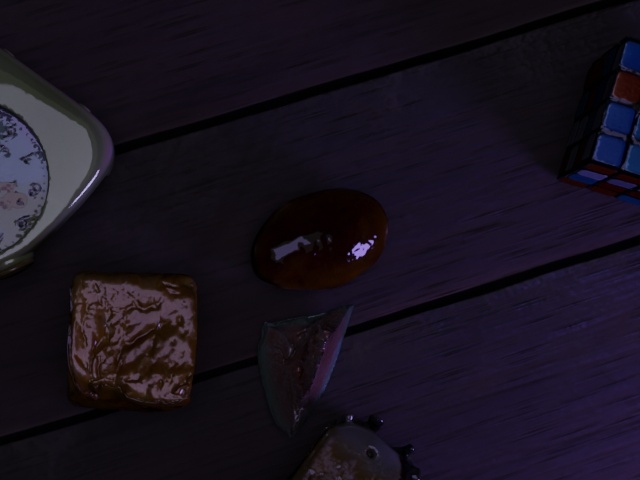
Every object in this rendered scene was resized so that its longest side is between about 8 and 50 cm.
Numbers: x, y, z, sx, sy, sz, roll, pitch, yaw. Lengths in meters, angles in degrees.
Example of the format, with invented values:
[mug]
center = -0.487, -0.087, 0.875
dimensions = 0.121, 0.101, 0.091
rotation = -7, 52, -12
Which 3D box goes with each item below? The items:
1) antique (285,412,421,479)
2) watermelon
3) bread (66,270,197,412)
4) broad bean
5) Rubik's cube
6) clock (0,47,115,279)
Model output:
[antique]
center = -0.004, 0.326, 1.665
dimensions = 0.125, 0.150, 0.284
rotation = 37, 74, 1
[watermelon]
center = -0.028, 0.146, 1.712
dimensions = 0.101, 0.080, 0.155
rotation = 11, 99, 6
[bread]
center = -0.213, 0.114, 1.659
dimensions = 0.143, 0.149, 0.158
rotation = 6, 84, -7
[broad bean]
center = 0.000, 0.000, 1.721
dimensions = 0.165, 0.084, 0.114
rotation = -9, 101, -12
[Rubik's cube]
center = 0.382, -0.130, 1.724
dimensions = 0.151, 0.155, 0.154
rotation = 17, 84, -2
[clock]
center = -0.403, -0.060, 1.688
dimensions = 0.235, 0.096, 0.308
rotation = 37, 83, -1
